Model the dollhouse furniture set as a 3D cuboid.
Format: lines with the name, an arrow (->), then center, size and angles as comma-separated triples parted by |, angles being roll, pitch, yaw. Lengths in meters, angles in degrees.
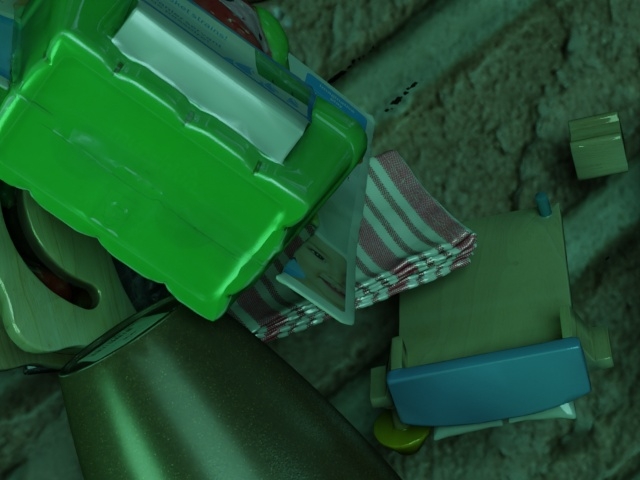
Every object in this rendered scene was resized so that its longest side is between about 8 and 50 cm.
dollhouse furniture set -> 0.193, 0.060, 1.268 | 0.303, 0.198, 0.286 | -12, 37, 10

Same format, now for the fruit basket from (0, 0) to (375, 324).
fruit basket -> -0.090, -0.118, 1.123 | 0.327, 0.165, 0.353 | 36, 29, -11

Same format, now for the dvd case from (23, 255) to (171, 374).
dvd case -> -0.155, -0.015, 1.249 | 0.165, 0.018, 0.221 | -5, 77, -12

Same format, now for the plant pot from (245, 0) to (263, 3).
plant pot -> -0.073, -0.315, 1.293 | 0.237, 0.110, 0.237 | 3, 77, -11

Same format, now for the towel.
towel -> 0.000, 0.000, 1.210 | 0.197, 0.029, 0.144 | -21, 40, -17

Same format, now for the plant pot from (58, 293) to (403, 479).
plant pot -> -0.070, 0.156, 1.093 | 0.215, 0.215, 0.230 | -35, 99, -17

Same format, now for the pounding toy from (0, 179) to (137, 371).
pounding toy -> -0.230, -0.026, 1.194 | 0.154, 0.155, 0.269 | -23, 90, -41
